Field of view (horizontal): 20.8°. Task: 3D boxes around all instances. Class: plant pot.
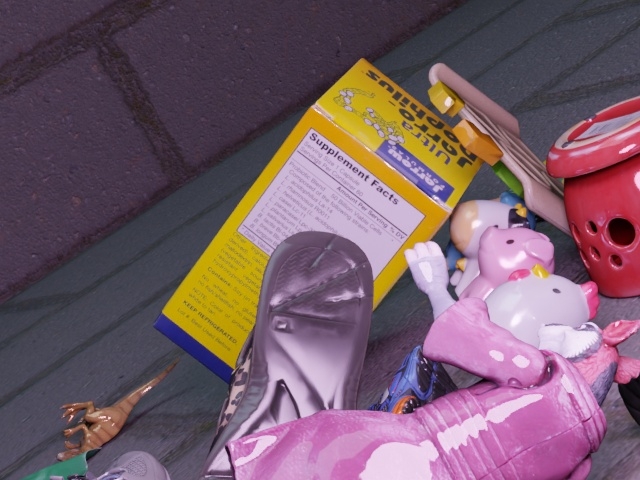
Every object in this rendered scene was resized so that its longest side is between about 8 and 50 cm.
[{"bbox_3d":[0.350,-0.057,1.875,0.191,0.174,0.191,-25,11,5],"label":"plant pot"}]

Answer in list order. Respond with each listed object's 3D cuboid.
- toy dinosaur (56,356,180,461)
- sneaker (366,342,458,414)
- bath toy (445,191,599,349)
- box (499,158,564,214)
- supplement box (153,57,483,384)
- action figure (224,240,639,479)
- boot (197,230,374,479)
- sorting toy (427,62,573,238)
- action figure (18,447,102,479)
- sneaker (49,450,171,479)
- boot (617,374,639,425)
[{"bbox_3d":[-0.281,0.237,2.340,0.112,0.064,0.211,9,44,41],"label":"toy dinosaur"},{"bbox_3d":[0.079,0.173,1.742,0.087,0.083,0.221,-28,9,25],"label":"sneaker"},{"bbox_3d":[0.205,0.040,1.839,0.129,0.151,0.348,-32,14,5],"label":"bath toy"},{"bbox_3d":[0.319,-0.081,2.343,0.179,0.043,0.105,-39,16,-35],"label":"box"},{"bbox_3d":[0.000,0.000,2.024,0.356,0.194,0.195,-52,0,28],"label":"supplement box"},{"bbox_3d":[0.100,0.161,1.342,0.370,0.248,0.276,-32,13,-5],"label":"action figure"},{"bbox_3d":[-0.042,0.208,1.644,0.138,0.377,0.284,11,-22,-2],"label":"boot"},{"bbox_3d":[0.199,-0.100,1.961,0.041,0.229,0.307,-44,-37,14],"label":"sorting toy"},{"bbox_3d":[-0.378,0.329,2.126,0.232,0.063,0.137,-18,17,25],"label":"action figure"},{"bbox_3d":[-0.245,0.289,1.874,0.105,0.115,0.281,-23,13,22],"label":"sneaker"},{"bbox_3d":[0.376,0.089,1.421,0.178,0.085,0.236,-32,12,-30],"label":"boot"}]
